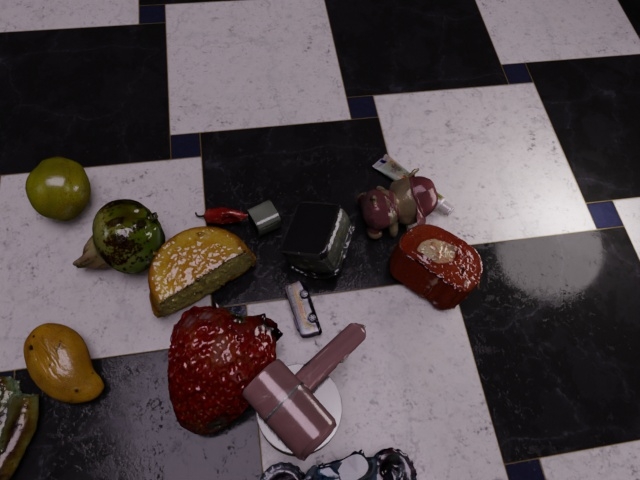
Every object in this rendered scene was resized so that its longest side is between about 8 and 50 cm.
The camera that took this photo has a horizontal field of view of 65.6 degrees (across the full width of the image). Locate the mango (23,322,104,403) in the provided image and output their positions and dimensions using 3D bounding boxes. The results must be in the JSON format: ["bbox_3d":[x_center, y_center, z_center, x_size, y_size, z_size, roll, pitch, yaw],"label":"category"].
[{"bbox_3d":[-0.706,0.336,1.360,0.262,0.109,0.157,43,65,13],"label":"mango"}]

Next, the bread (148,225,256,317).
[{"bbox_3d":[-0.374,0.065,1.461,0.340,0.194,0.179,-31,76,-13],"label":"bread"}]

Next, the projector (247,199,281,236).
[{"bbox_3d":[-0.181,-0.070,1.600,0.082,0.083,0.083,-26,69,-15],"label":"projector"}]

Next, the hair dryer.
[{"bbox_3d":[0.009,0.332,1.217,0.352,0.125,0.210,-39,74,-26],"label":"hair dryer"}]

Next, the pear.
[{"bbox_3d":[-0.815,-0.161,1.544,0.198,0.198,0.198,2,65,-3],"label":"pear"}]

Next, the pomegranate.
[{"bbox_3d":[-0.606,-0.005,1.471,0.276,0.204,0.222,-10,47,-11],"label":"pomegranate"}]

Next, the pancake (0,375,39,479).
[{"bbox_3d":[-0.918,0.548,1.271,0.426,0.067,0.305,-34,70,-16],"label":"pancake"}]

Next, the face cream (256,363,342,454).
[{"bbox_3d":[-0.057,0.451,1.312,0.218,0.179,0.218,2,65,-3],"label":"face cream"}]

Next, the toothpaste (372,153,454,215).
[{"bbox_3d":[0.323,-0.190,1.712,0.314,0.058,0.056,40,112,18],"label":"toothpaste"}]

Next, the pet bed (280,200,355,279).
[{"bbox_3d":[0.000,0.000,1.552,0.183,0.159,0.211,4,60,27],"label":"pet bed"}]

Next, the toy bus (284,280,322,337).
[{"bbox_3d":[-0.053,0.209,1.495,0.072,0.057,0.172,-18,67,-6],"label":"toy bus"}]

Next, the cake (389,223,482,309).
[{"bbox_3d":[0.358,0.075,1.540,0.283,0.151,0.177,34,55,11],"label":"cake"}]

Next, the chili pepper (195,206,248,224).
[{"bbox_3d":[-0.320,-0.077,1.602,0.191,0.059,0.050,1,42,17],"label":"chili pepper"}]

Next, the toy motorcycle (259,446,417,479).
[{"bbox_3d":[0.056,0.653,1.230,0.415,0.172,0.232,-1,58,-14],"label":"toy motorcycle"}]

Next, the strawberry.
[{"bbox_3d":[-0.272,0.324,1.307,0.291,0.292,0.310,18,51,4],"label":"strawberry"}]

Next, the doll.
[{"bbox_3d":[0.256,-0.113,1.616,0.255,0.152,0.196,-17,111,-2],"label":"doll"}]
